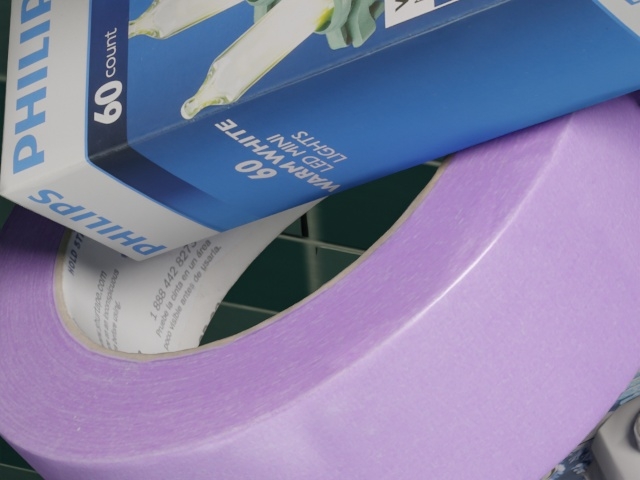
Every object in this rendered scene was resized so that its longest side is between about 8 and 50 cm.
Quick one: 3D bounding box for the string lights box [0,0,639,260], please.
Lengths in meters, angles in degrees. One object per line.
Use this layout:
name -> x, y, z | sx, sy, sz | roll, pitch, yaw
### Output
string lights box -> 0.014, -0.095, 0.625 | 0.260, 0.133, 0.077 | -18, 150, 33

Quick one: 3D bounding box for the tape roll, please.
tape roll -> 0.000, 0.000, 0.721 | 0.275, 0.275, 0.090 | -7, 135, 39

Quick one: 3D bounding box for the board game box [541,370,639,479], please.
board game box -> 0.156, 0.057, 0.709 | 0.390, 0.390, 0.050 | -15, 108, 48
